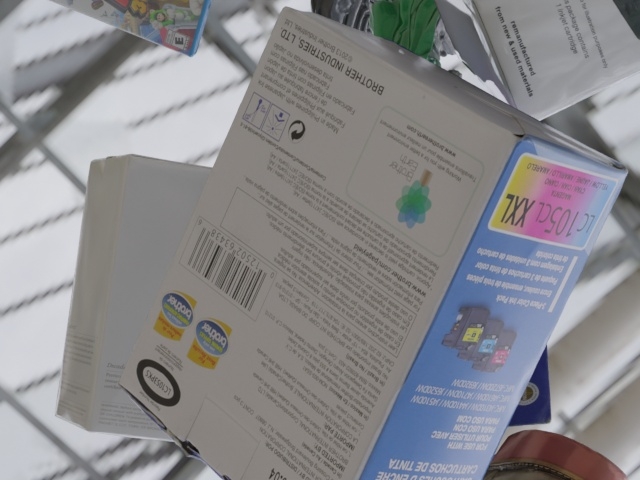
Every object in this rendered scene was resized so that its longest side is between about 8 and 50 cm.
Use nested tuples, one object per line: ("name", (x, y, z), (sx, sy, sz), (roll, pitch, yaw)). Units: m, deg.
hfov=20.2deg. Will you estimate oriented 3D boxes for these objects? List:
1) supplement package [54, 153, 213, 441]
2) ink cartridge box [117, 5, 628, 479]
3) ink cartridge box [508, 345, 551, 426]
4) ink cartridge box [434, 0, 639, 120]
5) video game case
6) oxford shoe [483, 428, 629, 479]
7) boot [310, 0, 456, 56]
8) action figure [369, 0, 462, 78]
("supplement package", (-0.167, 0.064, 1.940), (0.177, 0.175, 0.293), (-177, -84, -70))
("ink cartridge box", (0.016, 0.061, 1.335), (0.270, 0.151, 0.395), (35, -76, 43))
("ink cartridge box", (0.121, 0.107, 1.859), (0.224, 0.045, 0.223), (-10, -134, 13))
("ink cartridge box", (0.243, -0.228, 1.430), (0.289, 0.121, 0.211), (-25, -157, -1))
("video game case", (-0.170, -0.243, 1.556), (0.015, 0.166, 0.119), (-52, 163, -63))
("oxford shoe", (0.143, 0.256, 1.549), (0.130, 0.123, 0.348), (-60, -179, -21))
("boot", (-0.012, -0.373, 2.302), (0.445, 0.367, 0.146), (35, -66, 34))
("action figure", (0.088, -0.137, 1.652), (0.137, 0.063, 0.232), (-45, -146, 51))
